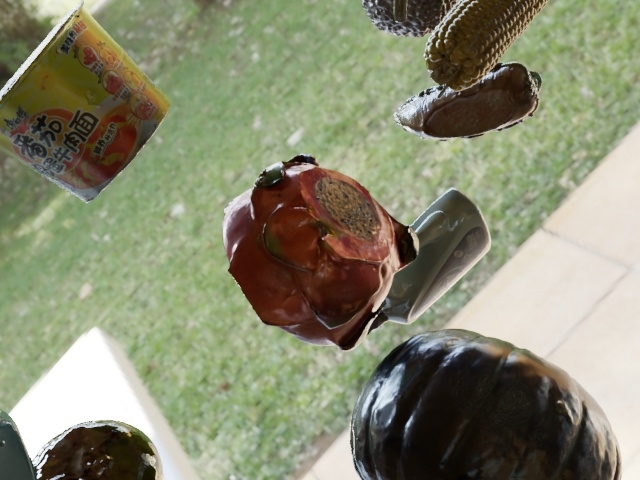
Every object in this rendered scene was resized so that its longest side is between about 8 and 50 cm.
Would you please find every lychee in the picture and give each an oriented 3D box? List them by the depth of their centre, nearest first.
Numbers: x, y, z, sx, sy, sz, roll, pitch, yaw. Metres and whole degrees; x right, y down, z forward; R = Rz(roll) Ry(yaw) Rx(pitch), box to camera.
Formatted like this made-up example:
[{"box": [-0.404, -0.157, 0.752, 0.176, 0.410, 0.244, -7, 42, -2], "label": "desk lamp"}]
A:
[{"box": [0.138, -0.397, 1.779, 0.165, 0.165, 0.197, -44, 25, 3], "label": "lychee"}]

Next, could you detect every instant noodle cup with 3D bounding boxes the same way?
[{"box": [-0.361, -0.194, 1.693, 0.264, 0.200, 0.264, -44, 18, 18], "label": "instant noodle cup"}]

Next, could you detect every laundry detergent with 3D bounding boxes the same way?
[{"box": [0.159, 0.050, 1.953, 0.280, 0.215, 0.105, -40, 66, -6], "label": "laundry detergent"}]

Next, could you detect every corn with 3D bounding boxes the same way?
[{"box": [0.249, -0.324, 1.598, 0.310, 0.101, 0.101, -49, 22, -19], "label": "corn"}]

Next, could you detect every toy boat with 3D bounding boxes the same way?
[{"box": [0.218, -0.212, 1.858, 0.292, 0.108, 0.099, -11, 24, 39], "label": "toy boat"}]

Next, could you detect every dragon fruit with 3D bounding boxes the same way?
[{"box": [0.000, 0.000, 1.658, 0.189, 0.290, 0.291, -44, 20, 26], "label": "dragon fruit"}]

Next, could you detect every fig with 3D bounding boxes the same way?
[{"box": [-0.294, 0.329, 1.490, 0.181, 0.181, 0.191, -58, -7, -30], "label": "fig"}]

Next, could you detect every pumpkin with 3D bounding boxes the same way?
[{"box": [0.214, 0.277, 1.525, 0.363, 0.363, 0.266, 1, 61, 60], "label": "pumpkin"}]

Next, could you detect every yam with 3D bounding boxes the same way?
[{"box": [0.104, -0.337, 1.474, 0.021, 0.116, 0.021, -1, 33, 0], "label": "yam"}]

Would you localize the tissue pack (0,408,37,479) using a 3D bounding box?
[{"box": [-0.484, 0.300, 1.288, 0.206, 0.198, 0.287, 5, 28, 31], "label": "tissue pack"}]
